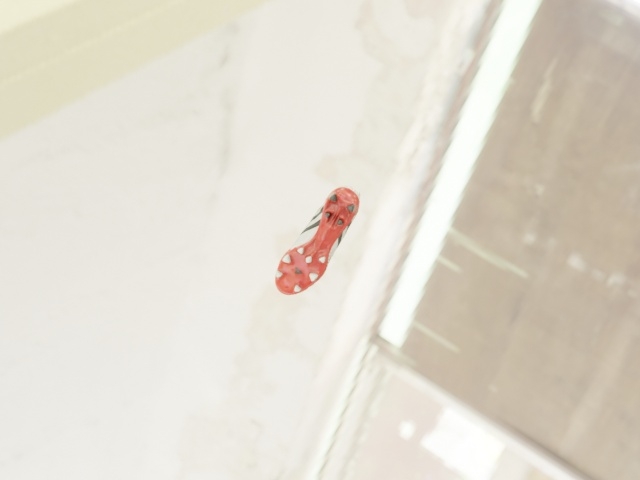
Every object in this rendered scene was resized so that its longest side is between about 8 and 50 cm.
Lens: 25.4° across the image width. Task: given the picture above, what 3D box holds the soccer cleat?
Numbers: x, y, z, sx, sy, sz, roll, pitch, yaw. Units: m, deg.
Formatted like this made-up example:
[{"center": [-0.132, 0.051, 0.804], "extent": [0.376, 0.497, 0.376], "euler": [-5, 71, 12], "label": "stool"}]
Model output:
[{"center": [0.000, 0.000, 0.906], "extent": [0.083, 0.029, 0.035], "euler": [-58, -6, 15], "label": "soccer cleat"}]
